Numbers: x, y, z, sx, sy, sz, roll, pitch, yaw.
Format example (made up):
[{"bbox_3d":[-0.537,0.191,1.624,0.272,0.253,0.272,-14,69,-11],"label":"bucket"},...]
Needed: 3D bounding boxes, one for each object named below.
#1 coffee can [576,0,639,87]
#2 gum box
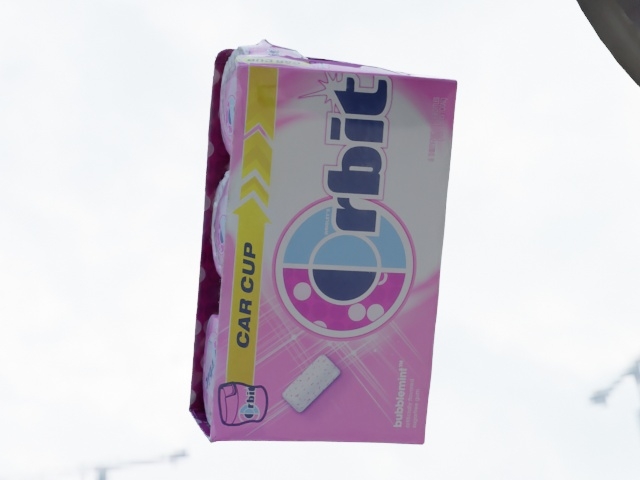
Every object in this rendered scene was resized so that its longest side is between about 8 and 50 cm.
[{"bbox_3d":[0.223,-0.162,0.513,0.201,0.201,0.275,13,-35,-21],"label":"coffee can"},{"bbox_3d":[0.000,0.000,0.815,0.107,0.062,0.188,3,-83,-15],"label":"gum box"}]
